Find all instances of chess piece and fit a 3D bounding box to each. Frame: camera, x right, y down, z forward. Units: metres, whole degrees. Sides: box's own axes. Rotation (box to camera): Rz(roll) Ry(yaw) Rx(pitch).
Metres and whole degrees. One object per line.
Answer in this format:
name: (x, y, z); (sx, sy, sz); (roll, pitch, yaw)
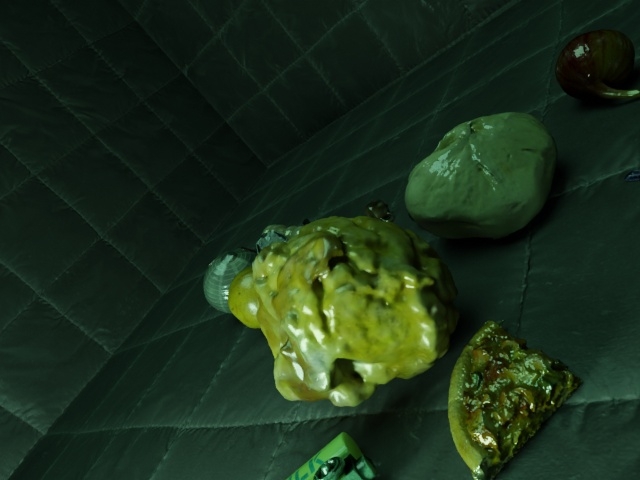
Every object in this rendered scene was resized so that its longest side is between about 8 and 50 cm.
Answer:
chess piece: (-0.117, -0.002, 1.866); (0.261, 0.142, 0.142); (-4, 41, 54)

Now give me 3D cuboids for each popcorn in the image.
popcorn: (0.057, 0.118, 0.927); (0.390, 0.344, 0.354); (-27, 5, 7)

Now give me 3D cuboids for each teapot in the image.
teapot: (0.196, -0.095, 1.546); (0.068, 0.076, 0.121); (-37, 45, -12)

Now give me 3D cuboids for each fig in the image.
fig: (0.677, -0.412, 1.174); (0.175, 0.175, 0.207); (-21, 47, 46)

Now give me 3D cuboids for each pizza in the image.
pizza: (0.277, 0.216, 0.711); (0.197, 0.058, 0.292); (-23, 26, 41)

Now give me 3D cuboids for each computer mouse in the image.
computer mouse: (-0.150, 0.058, 1.765); (0.126, 0.231, 0.071); (-38, -24, -8)

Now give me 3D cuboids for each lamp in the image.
lamp: (-0.309, 0.140, 1.764); (0.265, 0.233, 0.233); (-27, 11, -26)

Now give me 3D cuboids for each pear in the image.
pear: (-0.185, 0.172, 1.514); (0.209, 0.209, 0.209); (-37, 19, 15)

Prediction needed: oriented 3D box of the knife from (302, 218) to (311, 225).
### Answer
knife: (-0.043, -0.040, 1.978); (0.060, 0.028, 0.230); (-54, 21, 4)

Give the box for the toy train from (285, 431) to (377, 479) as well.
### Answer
toy train: (-0.020, 0.427, 0.789); (0.253, 0.105, 0.157); (-40, 5, 0)

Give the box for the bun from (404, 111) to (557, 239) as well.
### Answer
bun: (0.358, -0.160, 1.096); (0.361, 0.213, 0.361); (-26, 32, 18)

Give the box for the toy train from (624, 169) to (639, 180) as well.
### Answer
toy train: (0.601, -0.122, 0.879); (0.017, 0.017, 0.083); (-46, 18, -14)

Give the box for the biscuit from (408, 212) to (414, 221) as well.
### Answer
biscuit: (0.334, -0.113, 1.330); (0.194, 0.053, 0.194); (-36, 19, 15)
